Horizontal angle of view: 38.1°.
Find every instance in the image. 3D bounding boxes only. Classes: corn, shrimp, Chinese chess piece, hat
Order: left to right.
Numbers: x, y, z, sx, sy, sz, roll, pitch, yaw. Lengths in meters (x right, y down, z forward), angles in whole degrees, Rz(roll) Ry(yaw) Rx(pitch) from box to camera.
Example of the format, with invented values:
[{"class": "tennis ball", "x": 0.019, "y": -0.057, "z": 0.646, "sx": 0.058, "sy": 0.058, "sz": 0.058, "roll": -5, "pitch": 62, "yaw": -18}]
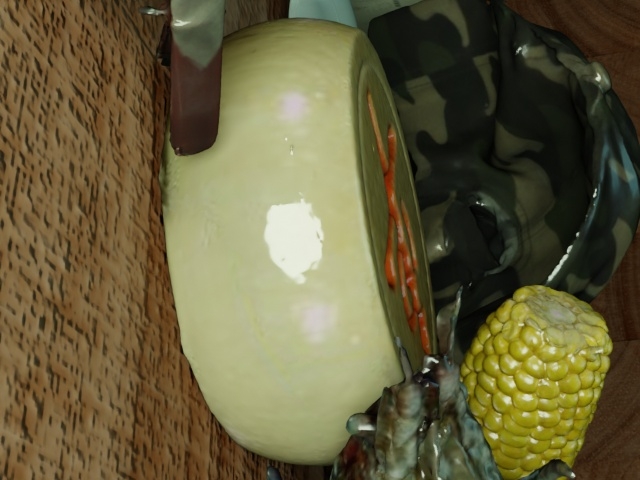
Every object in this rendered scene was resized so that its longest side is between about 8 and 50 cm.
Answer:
[{"class": "Chinese chess piece", "x": 0.000, "y": 0.000, "z": 0.526, "sx": 0.251, "sy": 0.097, "sz": 0.251, "roll": -9, "pitch": 90, "yaw": -77}, {"class": "shrimp", "x": 0.050, "y": 0.210, "z": 0.464, "sx": 0.166, "sy": 0.221, "sz": 0.411, "roll": 51, "pitch": -31, "yaw": 34}, {"class": "corn", "x": 0.098, "y": 0.143, "z": 0.554, "sx": 0.091, "sy": 0.091, "sz": 0.260, "roll": -66, "pitch": 174, "yaw": -57}, {"class": "hat", "x": 0.151, "y": 0.002, "z": 0.775, "sx": 0.381, "sy": 0.257, "sz": 0.366, "roll": 42, "pitch": 40, "yaw": -54}]

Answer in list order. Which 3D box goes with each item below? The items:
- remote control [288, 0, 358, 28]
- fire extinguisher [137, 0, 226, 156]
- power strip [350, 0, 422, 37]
[{"class": "remote control", "x": 0.023, "y": -0.098, "z": 0.783, "sx": 0.103, "sy": 0.051, "sz": 0.293, "roll": -88, "pitch": 166, "yaw": -54}, {"class": "fire extinguisher", "x": -0.061, "y": -0.209, "z": 0.415, "sx": 0.147, "sy": 0.106, "sz": 0.337, "roll": 109, "pitch": -21, "yaw": -70}, {"class": "power strip", "x": 0.026, "y": -0.256, "z": 0.772, "sx": 0.367, "sy": 0.106, "sz": 0.043, "roll": 37, "pitch": 48, "yaw": -72}]
